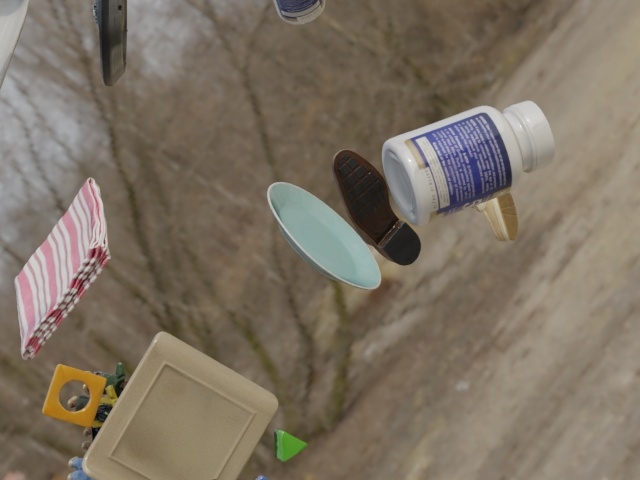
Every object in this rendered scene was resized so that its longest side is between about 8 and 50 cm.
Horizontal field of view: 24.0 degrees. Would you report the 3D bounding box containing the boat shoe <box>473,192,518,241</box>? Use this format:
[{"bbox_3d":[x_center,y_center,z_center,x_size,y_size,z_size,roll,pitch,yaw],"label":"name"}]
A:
[{"bbox_3d":[0.239,-0.072,2.215,0.059,0.170,0.063,-23,-9,28],"label":"boat shoe"}]

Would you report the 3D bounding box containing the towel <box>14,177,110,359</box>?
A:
[{"bbox_3d":[-0.322,0.033,1.845,0.197,0.029,0.144,-50,35,25],"label":"towel"}]

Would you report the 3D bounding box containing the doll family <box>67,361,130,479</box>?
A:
[{"bbox_3d":[-0.293,0.268,2.085,0.076,0.111,0.193,-15,-74,-59],"label":"doll family"}]

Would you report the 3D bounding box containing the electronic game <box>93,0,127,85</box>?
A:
[{"bbox_3d":[-0.307,-0.339,2.194,0.229,0.048,0.229,180,90,-85],"label":"electronic game"}]

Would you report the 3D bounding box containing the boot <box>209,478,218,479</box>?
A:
[{"bbox_3d":[-0.103,0.406,1.779,0.264,0.280,0.096,-15,15,-8],"label":"boot"}]

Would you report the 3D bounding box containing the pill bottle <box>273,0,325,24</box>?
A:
[{"bbox_3d":[-0.037,-0.344,1.962,0.067,0.067,0.120,-54,-30,-21],"label":"pill bottle"}]

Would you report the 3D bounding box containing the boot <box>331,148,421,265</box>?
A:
[{"bbox_3d":[0.061,-0.053,2.320,0.082,0.219,0.106,-42,26,-16],"label":"boot"}]

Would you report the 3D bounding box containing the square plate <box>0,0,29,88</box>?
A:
[{"bbox_3d":[-0.605,-0.252,2.140,0.049,0.347,0.344,-44,-23,-72],"label":"square plate"}]

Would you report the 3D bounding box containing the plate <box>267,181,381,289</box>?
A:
[{"bbox_3d":[0.000,0.000,1.914,0.024,0.188,0.188,-48,4,20],"label":"plate"}]

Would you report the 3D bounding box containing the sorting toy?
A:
[{"bbox_3d":[-0.174,0.234,1.844,0.196,0.348,0.047,-61,17,-9],"label":"sorting toy"}]

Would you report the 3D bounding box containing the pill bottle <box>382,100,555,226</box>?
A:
[{"bbox_3d":[0.178,-0.098,1.796,0.187,0.112,0.112,-21,-5,-12],"label":"pill bottle"}]
